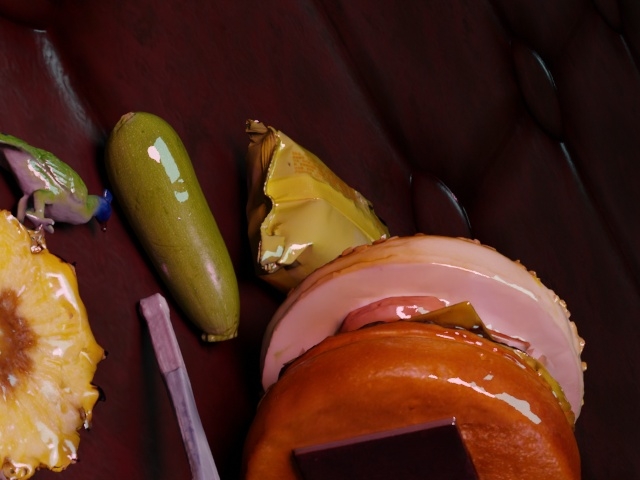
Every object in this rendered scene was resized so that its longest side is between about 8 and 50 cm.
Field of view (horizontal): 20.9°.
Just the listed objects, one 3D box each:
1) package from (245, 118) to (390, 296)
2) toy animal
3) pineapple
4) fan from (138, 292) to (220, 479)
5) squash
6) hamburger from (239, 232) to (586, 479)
[{"bbox_3d":[0.000,0.000,1.550,0.226,0.090,0.168,43,33,-44],"label":"package"},{"bbox_3d":[-0.221,-0.042,1.236,0.217,0.041,0.075,30,43,-45],"label":"toy animal"},{"bbox_3d":[-0.228,0.066,1.097,0.225,0.076,0.225,38,39,-40],"label":"pineapple"},{"bbox_3d":[-0.092,0.139,1.256,0.057,0.023,0.282,46,15,-40],"label":"fan"},{"bbox_3d":[-0.115,-0.008,1.380,0.201,0.066,0.066,67,26,-15],"label":"squash"},{"bbox_3d":[0.078,0.142,1.386,0.291,0.291,0.225,53,22,-26],"label":"hamburger"}]
